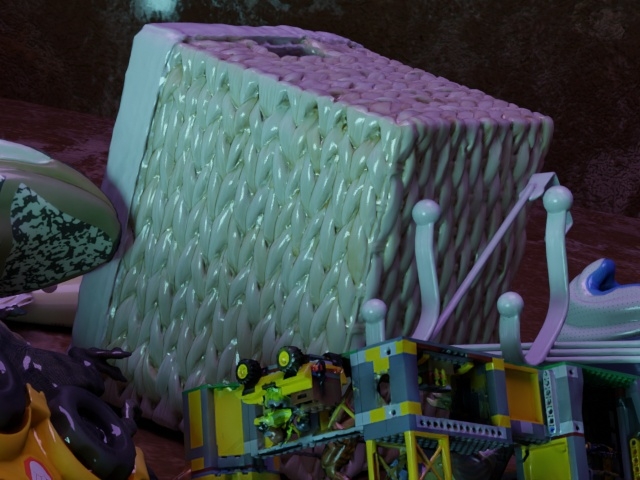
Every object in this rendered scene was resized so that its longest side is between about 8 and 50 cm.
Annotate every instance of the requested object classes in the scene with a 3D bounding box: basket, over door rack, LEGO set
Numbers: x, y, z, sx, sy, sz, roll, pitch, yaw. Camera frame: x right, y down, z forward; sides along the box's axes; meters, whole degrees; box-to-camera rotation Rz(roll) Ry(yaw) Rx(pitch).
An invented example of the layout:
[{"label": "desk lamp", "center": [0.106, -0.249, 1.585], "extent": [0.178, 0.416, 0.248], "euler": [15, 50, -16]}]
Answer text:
[{"label": "basket", "center": [0.000, 0.000, 1.393], "extent": [0.266, 0.331, 0.328], "euler": [19, 14, 28]}, {"label": "over door rack", "center": [0.202, -0.004, 1.198], "extent": [0.240, 0.108, 0.324], "euler": [-3, 20, 34]}, {"label": "LEGO set", "center": [0.073, 0.187, 1.026], "extent": [0.255, 0.192, 0.331], "euler": [-16, -22, 34]}]

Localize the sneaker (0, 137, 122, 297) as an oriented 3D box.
[{"label": "sneaker", "center": [-0.328, 0.040, 1.172], "extent": [0.410, 0.158, 0.182], "euler": [-5, 49, -30]}]

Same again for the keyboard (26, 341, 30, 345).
[{"label": "keyboard", "center": [-0.353, 0.099, 1.374], "extent": [0.072, 0.014, 0.256], "euler": [11, 9, 30]}]

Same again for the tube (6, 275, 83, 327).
[{"label": "tube", "center": [-0.257, 0.056, 1.574], "extent": [0.240, 0.062, 0.070], "euler": [3, -28, -8]}]

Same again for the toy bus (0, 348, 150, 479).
[{"label": "toy bus", "center": [-0.176, 0.167, 0.829], "extent": [0.220, 0.149, 0.211], "euler": [36, 14, -42]}]

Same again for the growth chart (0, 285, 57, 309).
[{"label": "growth chart", "center": [-0.359, 0.055, 1.465], "extent": [0.172, 0.021, 0.237], "euler": [8, 17, 29]}]

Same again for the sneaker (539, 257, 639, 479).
[{"label": "sneaker", "center": [0.310, 0.131, 1.253], "extent": [0.323, 0.236, 0.130], "euler": [18, 13, 36]}]

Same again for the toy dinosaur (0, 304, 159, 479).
[{"label": "toy dinosaur", "center": [-0.175, 0.082, 1.000], "extent": [0.268, 0.064, 0.118], "euler": [43, 9, -12]}]
